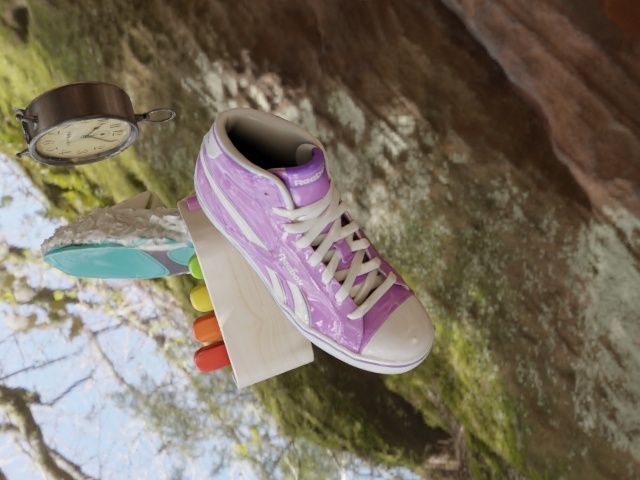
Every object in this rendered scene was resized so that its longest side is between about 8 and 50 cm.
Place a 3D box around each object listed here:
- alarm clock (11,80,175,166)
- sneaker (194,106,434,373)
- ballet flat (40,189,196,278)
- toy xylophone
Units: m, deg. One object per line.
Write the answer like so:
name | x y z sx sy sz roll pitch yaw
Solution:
alarm clock | -0.269 -0.144 1.036 0.192 0.129 0.064 -8 -107 -23
sneaker | -0.001 0.000 0.752 0.282 0.161 0.102 41 -115 4
ballet flat | -0.225 -0.013 1.316 0.409 0.147 0.147 -1 -142 18
toy xylophone | -0.068 0.066 1.187 0.236 0.322 0.081 -12 -151 -15
